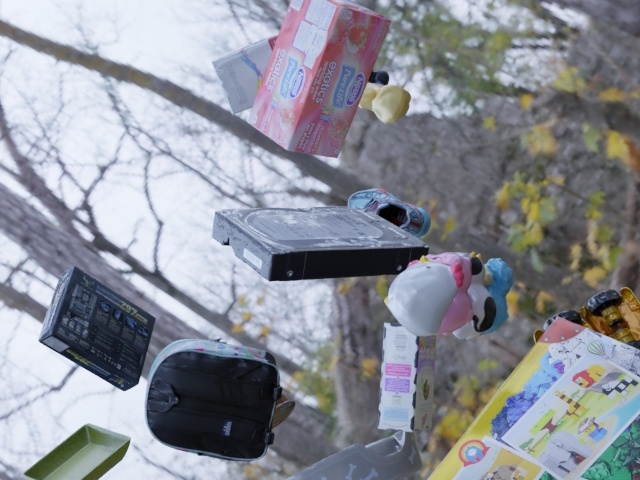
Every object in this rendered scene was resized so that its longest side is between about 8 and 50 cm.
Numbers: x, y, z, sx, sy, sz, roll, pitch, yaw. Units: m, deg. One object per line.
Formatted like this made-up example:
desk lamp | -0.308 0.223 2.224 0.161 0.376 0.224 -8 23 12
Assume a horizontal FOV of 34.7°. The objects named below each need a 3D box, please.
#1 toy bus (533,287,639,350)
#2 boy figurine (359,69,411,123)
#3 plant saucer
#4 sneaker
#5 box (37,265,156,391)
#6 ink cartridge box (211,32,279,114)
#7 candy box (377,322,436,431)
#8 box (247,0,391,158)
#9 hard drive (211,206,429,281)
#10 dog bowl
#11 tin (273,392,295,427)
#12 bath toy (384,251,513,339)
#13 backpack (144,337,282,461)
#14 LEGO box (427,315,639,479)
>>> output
toy bus | 0.574 0.216 2.082 0.220 0.149 0.211 -31 -29 15
boy figurine | 0.131 -0.340 2.361 0.092 0.177 0.285 -63 16 12
plant saucer | -0.516 0.479 2.195 0.188 0.188 0.045 -38 -62 -35
sneaker | 0.176 -0.089 2.851 0.125 0.262 0.104 11 -84 -56
box | -0.473 0.189 2.190 0.059 0.233 0.183 -28 38 34
ink cartridge box | -0.124 -0.367 2.222 0.128 0.176 0.127 -63 -47 -71
candy box | 0.166 0.257 1.927 0.165 0.070 0.196 23 -110 -70
box | -0.004 -0.331 2.020 0.142 0.154 0.299 5 -67 -42
hard drive | 0.000 0.000 1.899 0.339 0.237 0.064 -1 -70 -32
dog bowl | 0.064 0.511 2.206 0.349 0.102 0.349 -24 -14 -6
tin | -0.145 0.442 2.516 0.190 0.040 0.106 -29 -32 -28
bath toy | 0.221 0.079 1.691 0.129 0.151 0.348 -43 -21 19
backpack | -0.220 0.306 2.022 0.191 0.254 0.225 -146 65 -75
LEGO box | 0.373 0.402 1.485 0.500 0.373 0.193 -47 -47 -19
